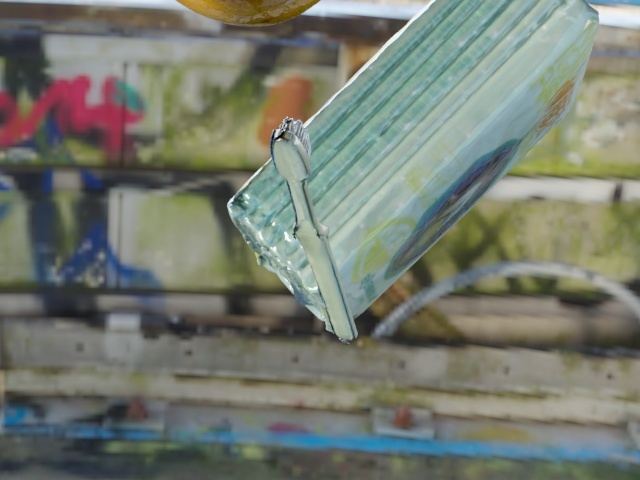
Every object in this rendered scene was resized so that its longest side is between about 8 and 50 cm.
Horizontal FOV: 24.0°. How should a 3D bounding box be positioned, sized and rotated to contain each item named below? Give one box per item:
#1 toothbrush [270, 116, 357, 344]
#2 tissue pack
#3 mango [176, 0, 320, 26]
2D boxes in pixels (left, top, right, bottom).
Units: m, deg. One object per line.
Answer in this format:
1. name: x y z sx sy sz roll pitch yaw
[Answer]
1. toothbrush: -0.002 0.005 1.109 0.026 0.294 0.028 9 58 16
2. tissue pack: 0.096 -0.098 1.547 0.162 0.388 0.287 44 -5 10
3. mango: -0.058 -0.206 1.051 0.145 0.112 0.219 15 6 -6
